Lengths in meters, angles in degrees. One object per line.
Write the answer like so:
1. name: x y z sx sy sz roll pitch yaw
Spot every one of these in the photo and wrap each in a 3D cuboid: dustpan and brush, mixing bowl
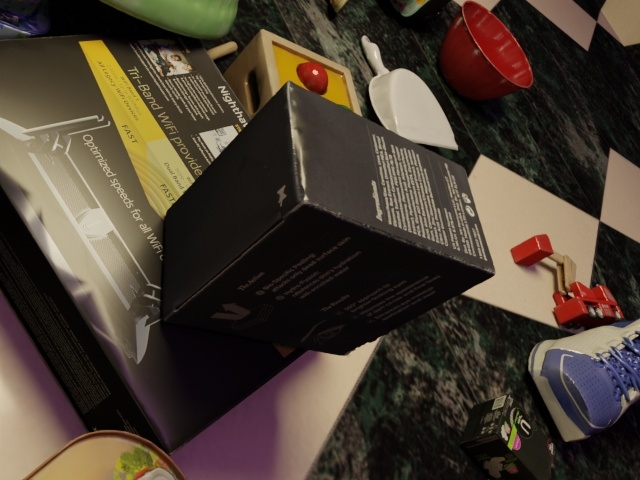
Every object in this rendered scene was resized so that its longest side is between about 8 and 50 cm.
1. dustpan and brush: 0.109 -0.219 0.895 0.147 0.060 0.211 -1 70 -46
2. mixing bowl: 0.274 -0.313 1.077 0.182 0.098 0.181 24 48 -30

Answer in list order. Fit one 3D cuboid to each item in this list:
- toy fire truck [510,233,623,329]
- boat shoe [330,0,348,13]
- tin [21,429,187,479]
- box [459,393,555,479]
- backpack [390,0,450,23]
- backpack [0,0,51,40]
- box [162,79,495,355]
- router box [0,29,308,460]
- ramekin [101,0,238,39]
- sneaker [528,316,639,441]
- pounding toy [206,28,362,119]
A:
1. toy fire truck: 0.384 0.067 0.953 0.192 0.047 0.135 10 55 -40
2. boat shoe: 0.025 -0.387 0.933 0.045 0.050 0.135 31 35 -20
3. tin: -0.124 0.165 0.285 0.106 0.040 0.190 56 23 -1
4. box: 0.202 0.220 0.663 0.083 0.052 0.062 49 41 -7
5. backpack: 0.159 -0.488 1.040 0.144 0.166 0.188 -6 64 -56
6. backpack: -0.274 -0.204 0.483 0.114 0.084 0.104 9 54 -36
7. box: 0.000 0.000 0.416 0.158 0.156 0.093 18 51 -35
8. router box: -0.128 -0.018 0.492 0.243 0.081 0.308 -28 83 -50
9. ramekin: -0.177 -0.328 0.539 0.304 0.148 0.303 31 24 -16
10. sneaker: 0.424 0.151 0.827 0.316 0.182 0.127 -6 66 -46
11. pounding toy: -0.059 -0.169 0.657 0.206 0.094 0.181 13 55 -39
